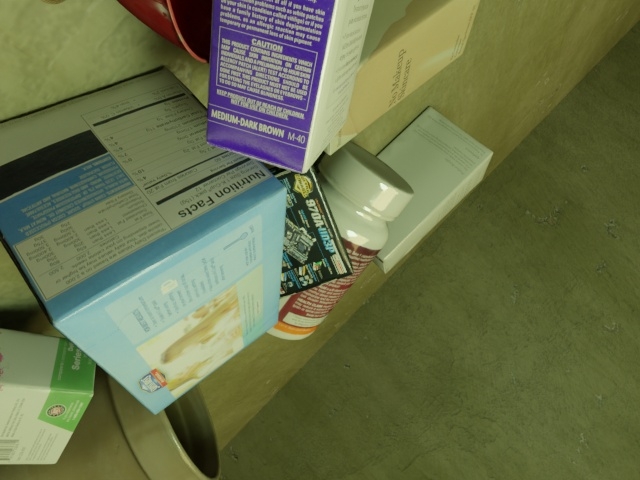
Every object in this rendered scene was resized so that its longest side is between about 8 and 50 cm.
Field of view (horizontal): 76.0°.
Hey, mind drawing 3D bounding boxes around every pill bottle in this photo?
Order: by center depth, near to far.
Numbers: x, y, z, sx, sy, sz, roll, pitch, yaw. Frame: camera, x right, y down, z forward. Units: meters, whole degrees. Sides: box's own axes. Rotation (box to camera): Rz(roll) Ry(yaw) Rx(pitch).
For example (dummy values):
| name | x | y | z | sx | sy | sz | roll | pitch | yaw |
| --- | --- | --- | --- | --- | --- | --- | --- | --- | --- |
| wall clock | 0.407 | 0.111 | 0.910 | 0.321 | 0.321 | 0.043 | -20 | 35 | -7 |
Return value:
| name | x | y | z | sx | sy | sz | roll | pitch | yaw |
| --- | --- | --- | --- | --- | --- | --- | --- | --- | --- |
| pill bottle | 0.000 | 0.000 | 0.862 | 0.392 | 0.224 | 0.224 | -53 | 158 | 22 |

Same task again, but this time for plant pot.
| name | x | y | z | sx | sy | sz | roll | pitch | yaw |
| --- | --- | --- | --- | --- | --- | --- | --- | --- | --- |
| plant pot | -0.368 | 0.335 | 0.717 | 0.280 | 0.323 | 0.323 | -26 | 156 | -12 |

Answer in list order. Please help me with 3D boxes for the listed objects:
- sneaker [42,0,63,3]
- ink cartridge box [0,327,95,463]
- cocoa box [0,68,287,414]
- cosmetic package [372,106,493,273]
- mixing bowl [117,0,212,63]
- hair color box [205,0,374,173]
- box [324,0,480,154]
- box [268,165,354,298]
| name | x | y | z | sx | sy | sz | roll | pitch | yaw |
| --- | --- | --- | --- | --- | --- | --- | --- | --- | --- |
| sneaker | -0.222 | -0.222 | 0.288 | 0.042 | 0.067 | 0.118 | -45 | -170 | -5 |
| ink cartridge box | -0.410 | 0.188 | 0.496 | 0.212 | 0.093 | 0.154 | 19 | 116 | -35 |
| cocoa box | -0.200 | 0.025 | 0.515 | 0.231 | 0.228 | 0.347 | -35 | 157 | -26 |
| cosmetic package | 0.225 | -0.128 | 1.066 | 0.385 | 0.217 | 0.156 | -42 | 159 | -3 |
| mixing bowl | -0.117 | -0.242 | 0.310 | 0.181 | 0.098 | 0.182 | 17 | 90 | -85 |
| hair color box | -0.004 | -0.253 | 0.351 | 0.185 | 0.110 | 0.339 | -63 | 170 | -56 |
| box | 0.085 | -0.288 | 0.618 | 0.311 | 0.121 | 0.148 | -40 | 160 | -13 |
| box | -0.060 | -0.011 | 0.697 | 0.175 | 0.051 | 0.220 | -20 | 116 | 8 |
